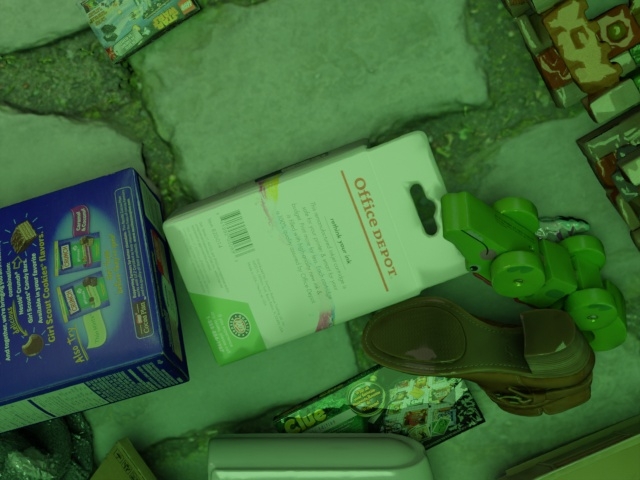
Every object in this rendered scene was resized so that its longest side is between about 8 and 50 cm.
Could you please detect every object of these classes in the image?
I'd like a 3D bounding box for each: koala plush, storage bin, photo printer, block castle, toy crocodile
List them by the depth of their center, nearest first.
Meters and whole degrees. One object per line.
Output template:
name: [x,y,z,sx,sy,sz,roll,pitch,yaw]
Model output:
block castle: [0.407,-0.176,1.400,0.213,0.303,0.453,-30,98,7]
toy crocodile: [0.271,0.040,1.491,0.340,0.115,0.105,26,134,-32]
storage bin: [0.386,0.390,1.546,0.260,0.123,0.262,-21,90,-6]
koala plush: [-0.406,0.292,1.564,0.196,0.221,0.203,-26,97,7]
photo printer: [0.003,0.378,1.587,0.307,0.107,0.256,0,113,-4]

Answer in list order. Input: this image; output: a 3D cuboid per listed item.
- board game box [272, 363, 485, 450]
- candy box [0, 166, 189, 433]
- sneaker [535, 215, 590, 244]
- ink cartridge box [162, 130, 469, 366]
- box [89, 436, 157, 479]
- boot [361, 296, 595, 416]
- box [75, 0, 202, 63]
board game box: [0.079,0.244,1.628,0.259,0.030,0.136,-27,99,7]
candy box: [-0.346,0.084,1.492,0.317,0.122,0.268,-15,62,5]
sneaker: [0.305,0.003,1.572,0.098,0.038,0.069,2,102,12]
ink cartridge box: [0.000,0.000,1.544,0.353,0.119,0.207,-20,99,6]
box: [-0.241,0.387,1.602,0.201,0.021,0.164,50,131,15]
boot: [0.211,0.157,1.539,0.283,0.220,0.109,-7,61,15]
box: [-0.236,-0.305,1.551,0.137,0.027,0.094,-30,95,8]
